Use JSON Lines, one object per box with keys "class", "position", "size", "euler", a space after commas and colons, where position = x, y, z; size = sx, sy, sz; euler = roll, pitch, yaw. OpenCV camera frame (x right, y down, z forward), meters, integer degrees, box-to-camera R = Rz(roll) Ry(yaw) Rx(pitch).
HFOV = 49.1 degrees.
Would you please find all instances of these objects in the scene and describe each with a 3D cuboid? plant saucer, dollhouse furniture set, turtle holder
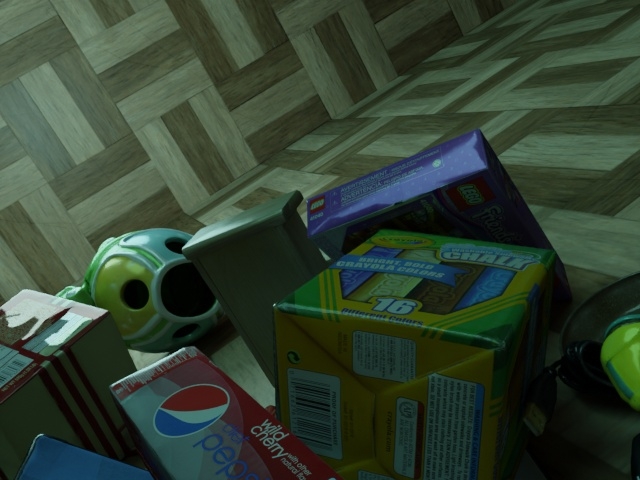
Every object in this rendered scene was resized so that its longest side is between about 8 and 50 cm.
{"class": "plant saucer", "position": [0.338, 0.091, 0.687], "size": [0.198, 0.036, 0.198], "euler": [-26, 18, 9]}
{"class": "dollhouse furniture set", "position": [0.000, 0.000, 1.092], "size": [0.362, 0.256, 0.394], "euler": [-19, 21, 29]}
{"class": "turtle holder", "position": [-0.320, 0.083, 1.297], "size": [0.227, 0.320, 0.243], "euler": [-5, 65, 53]}

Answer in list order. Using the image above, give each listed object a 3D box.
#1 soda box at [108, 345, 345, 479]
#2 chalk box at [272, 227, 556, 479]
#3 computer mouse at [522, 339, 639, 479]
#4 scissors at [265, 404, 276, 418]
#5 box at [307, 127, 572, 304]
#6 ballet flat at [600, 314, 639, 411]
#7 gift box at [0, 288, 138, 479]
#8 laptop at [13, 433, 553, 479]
{"class": "soda box", "position": [-0.064, 0.175, 0.512], "size": [0.083, 0.092, 0.263], "euler": [-28, 29, -24]}
{"class": "chalk box", "position": [0.105, 0.100, 0.633], "size": [0.179, 0.180, 0.289], "euler": [8, 20, 26]}
{"class": "computer mouse", "position": [0.230, 0.158, 0.485], "size": [0.184, 0.060, 0.262], "euler": [18, 37, 15]}
{"class": "scissors", "position": [-0.047, 0.197, 0.798], "size": [0.297, 0.021, 0.109], "euler": [-56, 2, 41]}
{"class": "box", "position": [0.145, 0.013, 0.801], "size": [0.201, 0.293, 0.057], "euler": [-20, 51, 24]}
{"class": "ballet flat", "position": [0.319, 0.099, 0.500], "size": [0.230, 0.077, 0.077], "euler": [2, 40, -1]}
{"class": "gift box", "position": [-0.410, 0.260, 1.050], "size": [0.276, 0.258, 0.255], "euler": [13, 40, 37]}
{"class": "laptop", "position": [-0.019, 0.237, 0.521], "size": [0.408, 0.236, 0.382], "euler": [-29, 19, 2]}
